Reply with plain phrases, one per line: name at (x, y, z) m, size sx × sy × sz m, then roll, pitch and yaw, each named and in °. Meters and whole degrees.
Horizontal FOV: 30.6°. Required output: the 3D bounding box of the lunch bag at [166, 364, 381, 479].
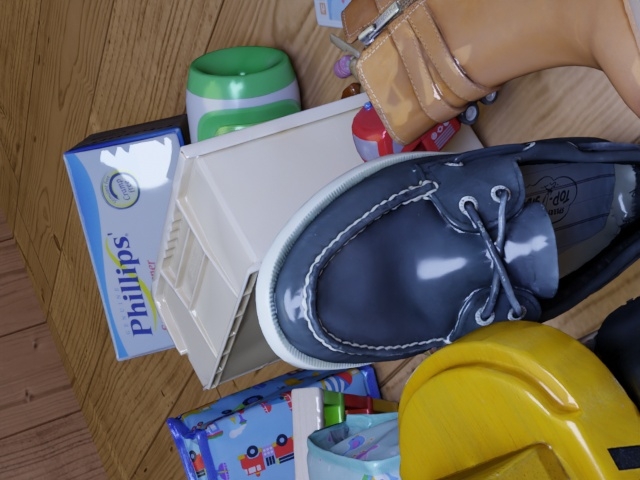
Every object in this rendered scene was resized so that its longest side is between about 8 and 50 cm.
lunch bag at (-0.021, 0.313, 1.362) m, size 0.138 × 0.221 × 0.293 m, roll -2°, pitch 105°, yaw 68°

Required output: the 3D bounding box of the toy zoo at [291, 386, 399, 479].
toy zoo at (0.043, 0.258, 1.210) m, size 0.293 × 0.030 × 0.192 m, roll 26°, pitch -121°, yaw -66°

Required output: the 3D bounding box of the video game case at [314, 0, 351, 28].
video game case at (0.040, -0.287, 1.066) m, size 0.212 × 0.023 × 0.193 m, roll 24°, pitch 128°, yaw 58°

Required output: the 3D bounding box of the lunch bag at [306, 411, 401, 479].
lunch bag at (0.076, 0.256, 0.960) m, size 0.262 × 0.160 × 0.223 m, roll 161°, pitch 96°, yaw -70°

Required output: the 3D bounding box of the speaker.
speaker at (-0.077, -0.063, 1.330) m, size 0.131 × 0.131 × 0.296 m, roll 36°, pitch 138°, yaw 52°

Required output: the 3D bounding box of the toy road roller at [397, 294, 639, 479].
toy road roller at (0.156, 0.202, 0.658) m, size 0.202 × 0.241 × 0.329 m, roll -38°, pitch 78°, yaw 53°

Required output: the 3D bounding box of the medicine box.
medicine box at (-0.217, -0.016, 1.529) m, size 0.289 × 0.149 × 0.263 m, roll -116°, pitch 13°, yaw -79°

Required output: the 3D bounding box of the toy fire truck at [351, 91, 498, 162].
toy fire truck at (0.086, -0.150, 0.922) m, size 0.047 × 0.192 × 0.135 m, roll 26°, pitch 158°, yaw 49°

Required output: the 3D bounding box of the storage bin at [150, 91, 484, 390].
storage bin at (0.000, 0.000, 1.061) m, size 0.123 × 0.262 × 0.260 m, roll 59°, pitch 153°, yaw 21°

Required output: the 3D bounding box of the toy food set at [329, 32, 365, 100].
toy food set at (0.038, -0.147, 1.175) m, size 0.078 × 0.019 × 0.122 m, roll 43°, pitch 151°, yaw 47°

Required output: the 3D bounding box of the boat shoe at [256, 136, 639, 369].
boat shoe at (0.117, 0.001, 0.741) m, size 0.113 × 0.340 × 0.127 m, roll 0°, pitch 99°, yaw 50°

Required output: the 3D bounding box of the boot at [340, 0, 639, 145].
boot at (0.120, -0.131, 0.760) m, size 0.220 × 0.109 × 0.283 m, roll -39°, pitch 54°, yaw 29°

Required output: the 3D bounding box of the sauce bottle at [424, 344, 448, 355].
sauce bottle at (0.096, 0.093, 1.186) m, size 0.128 × 0.042 × 0.042 m, roll 4°, pitch 110°, yaw 63°
